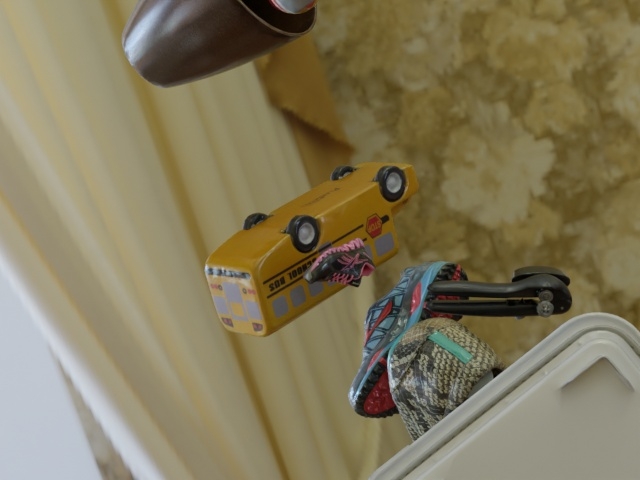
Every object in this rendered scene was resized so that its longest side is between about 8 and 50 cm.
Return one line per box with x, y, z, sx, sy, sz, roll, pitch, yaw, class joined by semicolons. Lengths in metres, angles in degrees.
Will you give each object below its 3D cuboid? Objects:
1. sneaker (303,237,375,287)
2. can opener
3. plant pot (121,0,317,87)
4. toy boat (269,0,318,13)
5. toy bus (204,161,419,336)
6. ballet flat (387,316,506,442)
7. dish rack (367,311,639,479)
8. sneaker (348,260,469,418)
0.028;0.038;1.648;0.119;0.057;0.047;-23;-15;-47;sneaker
0.224;0.072;1.608;0.186;0.059;0.073;-6;16;-3;can opener
-0.160;-0.315;1.774;0.230;0.215;0.215;-31;2;33;plant pot
-0.002;-0.377;1.259;0.267;0.318;0.148;8;4;-10;toy boat
0.000;0.000;1.766;0.108;0.130;0.332;4;26;46;toy bus
0.217;0.305;1.592;0.164;0.483;0.182;-37;38;-21;ballet flat
0.227;0.256;1.188;0.333;0.285;0.072;-38;-11;0;dish rack
0.113;0.144;1.870;0.125;0.104;0.262;8;57;52;sneaker
